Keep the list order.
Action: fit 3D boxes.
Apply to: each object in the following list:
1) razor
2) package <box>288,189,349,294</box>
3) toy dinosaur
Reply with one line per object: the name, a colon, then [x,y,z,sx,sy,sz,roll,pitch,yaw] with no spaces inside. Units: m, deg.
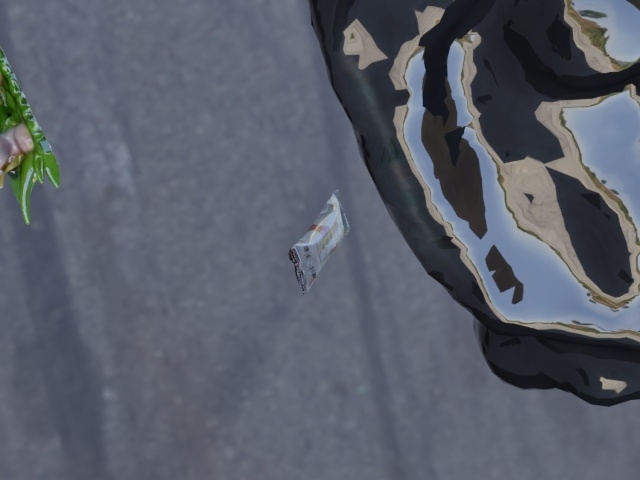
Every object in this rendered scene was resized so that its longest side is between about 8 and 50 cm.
razor: [0.058,-0.122,0.469,0.327,0.107,0.189,-90,160,-48]
package: [0.000,0.000,1.410,0.110,0.015,0.037,-55,136,-60]
toy dinosaur: [-0.301,-0.061,1.506,0.194,0.177,0.152,-159,-136,-81]
